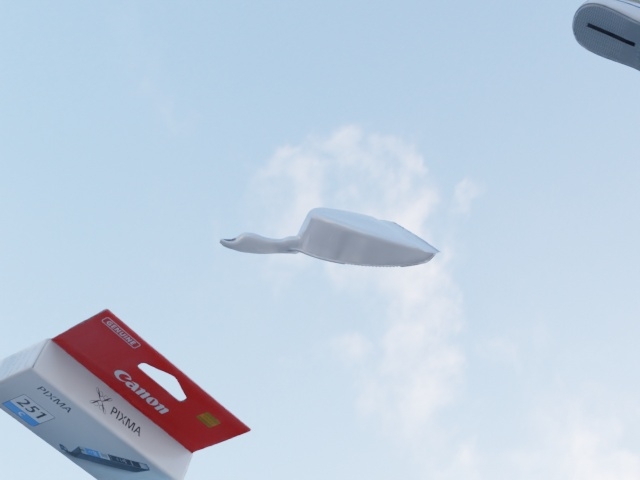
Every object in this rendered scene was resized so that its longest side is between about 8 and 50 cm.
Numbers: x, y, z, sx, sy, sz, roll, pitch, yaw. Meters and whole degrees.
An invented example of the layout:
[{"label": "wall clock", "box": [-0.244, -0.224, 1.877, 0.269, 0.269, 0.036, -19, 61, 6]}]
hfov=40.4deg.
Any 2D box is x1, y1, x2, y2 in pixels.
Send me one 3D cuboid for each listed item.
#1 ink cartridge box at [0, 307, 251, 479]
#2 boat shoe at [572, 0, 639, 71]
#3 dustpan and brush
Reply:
[{"label": "ink cartridge box", "box": [-0.293, 0.247, 1.246, 0.261, 0.066, 0.296, -25, -59, 34]}, {"label": "boat shoe", "box": [0.370, -0.196, 0.886, 0.226, 0.076, 0.083, 42, -37, 26]}, {"label": "dustpan and brush", "box": [0.000, 0.000, 0.918, 0.211, 0.147, 0.060, 13, -79, -21]}]
